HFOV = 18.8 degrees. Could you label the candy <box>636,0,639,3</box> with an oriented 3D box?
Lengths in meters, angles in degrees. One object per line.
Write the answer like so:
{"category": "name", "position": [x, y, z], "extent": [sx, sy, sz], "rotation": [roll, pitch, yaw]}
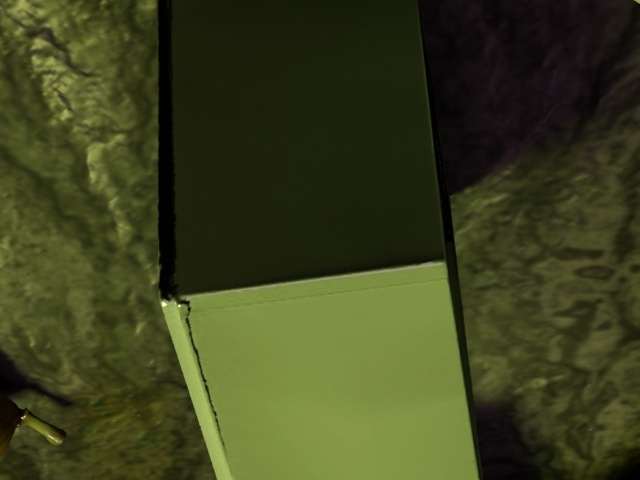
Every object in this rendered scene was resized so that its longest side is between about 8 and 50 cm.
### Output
{"category": "candy", "position": [0.256, -0.217, 0.681], "extent": [0.386, 0.186, 0.427], "rotation": [19, 139, -30]}

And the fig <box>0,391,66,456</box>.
{"category": "fig", "position": [-0.206, 0.105, 1.105], "extent": [0.125, 0.089, 0.089], "rotation": [-12, 148, -34]}

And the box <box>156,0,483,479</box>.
{"category": "box", "position": [0.000, 0.000, 0.872], "extent": [0.117, 0.225, 0.225], "rotation": [-7, 140, 4]}
